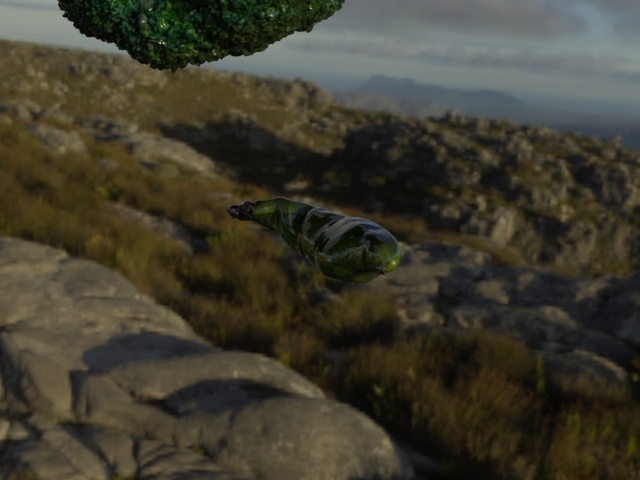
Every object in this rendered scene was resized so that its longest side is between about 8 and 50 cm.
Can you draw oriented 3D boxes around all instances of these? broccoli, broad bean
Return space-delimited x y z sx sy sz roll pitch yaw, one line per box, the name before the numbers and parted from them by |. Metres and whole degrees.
broccoli | -0.099 -0.279 0.817 0.297 0.298 0.297 12 -27 29
broad bean | 0.005 -0.001 0.769 0.061 0.046 0.195 -5 17 -39
